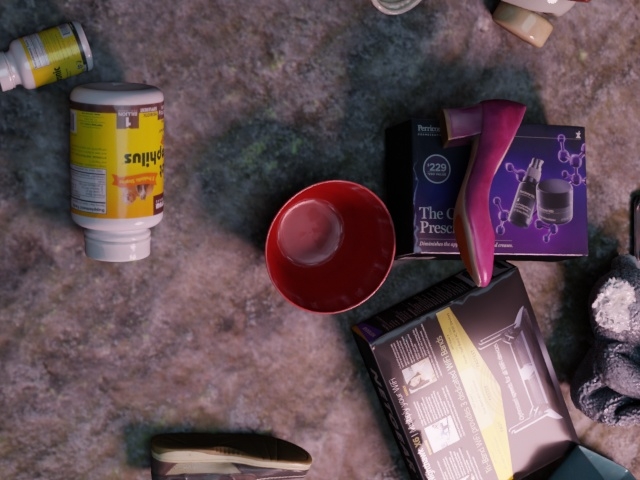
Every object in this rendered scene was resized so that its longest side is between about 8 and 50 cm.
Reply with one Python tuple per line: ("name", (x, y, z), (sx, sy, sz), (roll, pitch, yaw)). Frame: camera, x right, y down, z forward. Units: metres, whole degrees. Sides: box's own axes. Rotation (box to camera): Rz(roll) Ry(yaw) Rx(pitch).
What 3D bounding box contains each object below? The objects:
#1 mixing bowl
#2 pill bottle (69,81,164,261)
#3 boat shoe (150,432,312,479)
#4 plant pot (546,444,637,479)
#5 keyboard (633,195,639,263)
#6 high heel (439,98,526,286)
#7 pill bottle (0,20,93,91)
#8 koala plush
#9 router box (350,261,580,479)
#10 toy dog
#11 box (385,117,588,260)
("mixing bowl", (0.000, 0.000, 1.905), (0.181, 0.098, 0.181), (-4, 103, -17))
("pill bottle", (-0.255, -0.087, 1.787), (0.117, 0.117, 0.215), (-3, 104, -18))
("boat shoe", (-0.125, 0.311, 1.952), (0.223, 0.080, 0.073), (6, 106, -15))
("plant pot", (0.379, 0.454, 2.092), (0.234, 0.166, 0.165), (-47, 138, 13))
("keyboard", (0.517, 0.016, 2.128), (0.108, 0.023, 0.180), (-6, 106, -11))
("high heel", (0.228, -0.064, 1.846), (0.117, 0.082, 0.244), (-6, 75, -8))
("pill bottle", (-0.344, -0.224, 1.752), (0.116, 0.065, 0.065), (-20, 108, -13))
("koala plush", (0.445, 0.138, 2.048), (0.203, 0.196, 0.221), (-7, 105, 24))
("router box", (0.211, 0.212, 2.037), (0.243, 0.081, 0.309), (-26, 110, -12))
("toy dog", (0.235, -0.378, 1.861), (0.333, 0.161, 0.220), (9, 100, -21))
("box", (0.227, -0.066, 1.943), (0.261, 0.103, 0.184), (0, 83, -19))
